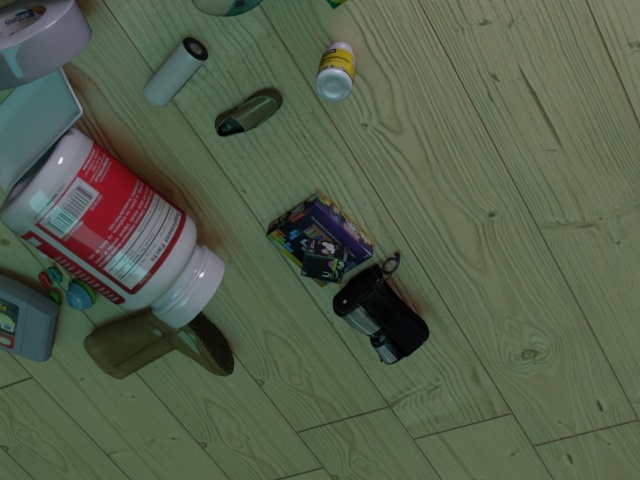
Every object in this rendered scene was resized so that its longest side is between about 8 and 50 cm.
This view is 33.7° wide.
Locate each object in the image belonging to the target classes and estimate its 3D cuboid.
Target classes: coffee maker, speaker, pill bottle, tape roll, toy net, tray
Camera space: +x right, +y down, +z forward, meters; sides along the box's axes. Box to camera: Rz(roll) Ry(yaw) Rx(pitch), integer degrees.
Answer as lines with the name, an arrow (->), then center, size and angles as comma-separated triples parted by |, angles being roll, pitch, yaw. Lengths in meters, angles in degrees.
coffee maker -> 0.142, 0.147, 2.165 | 0.171, 0.120, 0.178 | -30, 119, 28
speaker -> -0.263, -0.302, 1.905 | 0.055, 0.055, 0.136 | 35, 125, -19
pill bottle -> 0.029, -0.294, 1.825 | 0.065, 0.116, 0.065 | 4, 129, 5
tape roll -> -0.505, -0.343, 1.805 | 0.219, 0.219, 0.072 | -11, 126, 17
pill bottle -> -0.392, -0.012, 2.050 | 0.407, 0.229, 0.229 | 39, 124, -21
toy net -> -0.562, 0.052, 2.255 | 0.122, 0.045, 0.232 | 15, 134, 36
tray -> -0.543, -0.222, 1.996 | 0.270, 0.030, 0.145 | -37, 73, 32

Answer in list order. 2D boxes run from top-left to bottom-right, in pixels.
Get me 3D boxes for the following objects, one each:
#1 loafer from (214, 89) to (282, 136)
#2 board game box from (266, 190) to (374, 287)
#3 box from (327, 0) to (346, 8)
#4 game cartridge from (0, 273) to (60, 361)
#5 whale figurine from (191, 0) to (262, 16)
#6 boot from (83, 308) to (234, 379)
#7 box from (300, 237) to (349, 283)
loafer -> -0.134, -0.227, 1.948 | 0.148, 0.050, 0.056 | -27, 120, 27
board game box -> 0.000, 0.000, 2.114 | 0.141, 0.048, 0.170 | -33, 117, 31
box -> -0.014, -0.469, 1.698 | 0.043, 0.105, 0.179 | -27, 119, 25
game cartridge -> -0.725, 0.151, 2.330 | 0.294, 0.060, 0.196 | 20, 129, -1
whale figurine -> -0.124, -0.480, 1.662 | 0.141, 0.216, 0.272 | -2, 141, -27
boot -> -0.356, 0.248, 2.353 | 0.269, 0.089, 0.236 | -28, 107, 27
box -> 0.008, 0.040, 2.080 | 0.083, 0.052, 0.062 | 13, 128, -1
